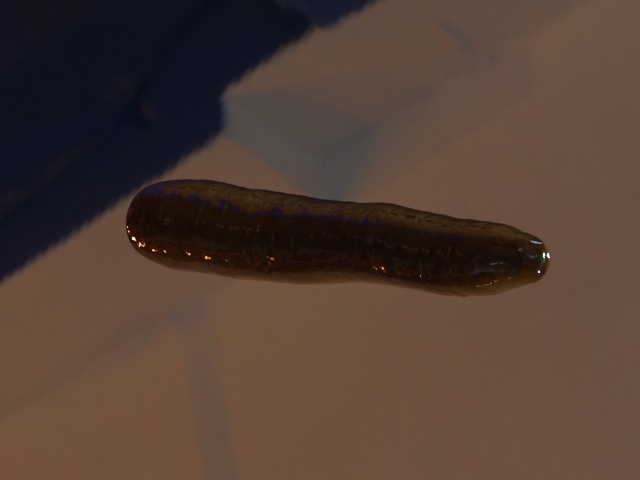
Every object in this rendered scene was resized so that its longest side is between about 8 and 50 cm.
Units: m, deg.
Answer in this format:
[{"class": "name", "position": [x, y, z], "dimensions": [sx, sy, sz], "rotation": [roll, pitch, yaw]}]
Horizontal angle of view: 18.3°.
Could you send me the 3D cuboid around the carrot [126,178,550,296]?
[{"class": "carrot", "position": [0.000, 0.000, 0.831], "dimensions": [0.248, 0.043, 0.043], "rotation": [7, -108, 48]}]
